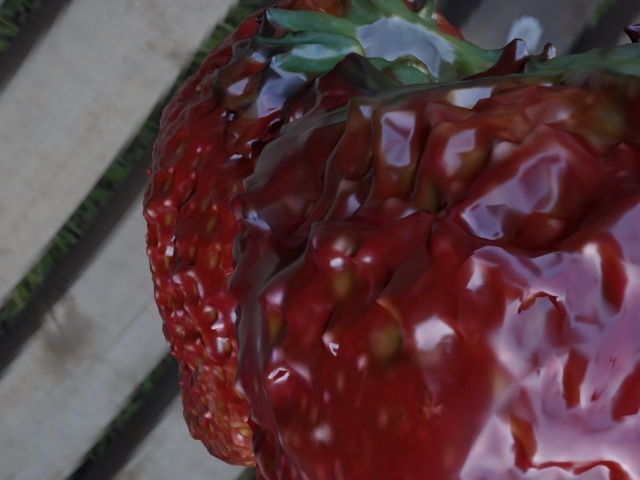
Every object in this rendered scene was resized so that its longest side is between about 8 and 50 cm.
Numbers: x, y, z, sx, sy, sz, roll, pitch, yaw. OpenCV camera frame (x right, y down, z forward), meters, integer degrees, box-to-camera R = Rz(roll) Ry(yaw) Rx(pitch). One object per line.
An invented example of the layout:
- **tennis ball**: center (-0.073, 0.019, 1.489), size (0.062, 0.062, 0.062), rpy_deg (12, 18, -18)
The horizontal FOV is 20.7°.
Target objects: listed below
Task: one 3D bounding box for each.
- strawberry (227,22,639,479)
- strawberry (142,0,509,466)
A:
- **strawberry**: center (0.090, 0.044, 0.596), size (0.261, 0.261, 0.257), rpy_deg (-13, 99, -27)
- **strawberry**: center (0.000, 0.000, 1.040), size (0.250, 0.238, 0.288), rpy_deg (-4, 130, -38)
